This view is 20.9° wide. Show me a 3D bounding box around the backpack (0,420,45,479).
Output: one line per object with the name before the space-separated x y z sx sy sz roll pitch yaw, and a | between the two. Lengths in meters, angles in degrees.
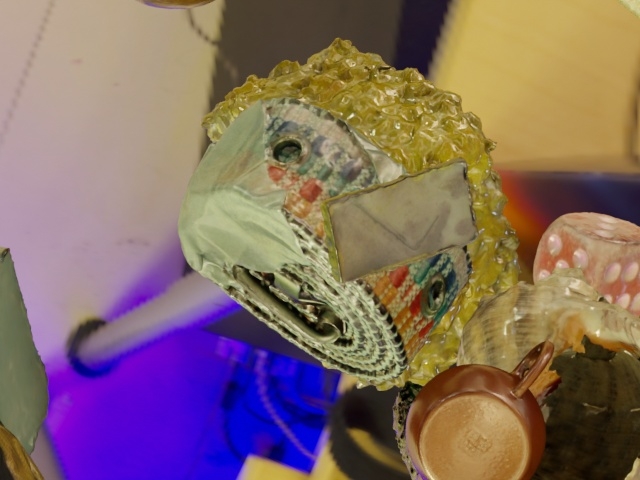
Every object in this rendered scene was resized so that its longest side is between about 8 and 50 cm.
backpack | -0.295 0.214 1.398 0.133 0.206 0.258 -24 93 5

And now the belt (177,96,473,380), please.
belt | 0.000 0.000 1.526 0.257 0.207 0.150 39 63 -2

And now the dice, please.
dice | 0.274 0.028 1.720 0.093 0.091 0.094 -3 115 -35

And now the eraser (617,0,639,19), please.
eraser | 0.213 -0.225 1.219 0.172 0.058 0.117 42 38 9

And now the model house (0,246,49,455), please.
model house | -0.479 0.150 1.752 0.329 0.295 0.252 2 125 7

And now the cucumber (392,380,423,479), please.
cucumber | 0.122 0.224 1.686 0.072 0.300 0.072 -4 115 -10

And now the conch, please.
conch | 0.216 0.154 1.468 0.159 0.210 0.291 35 55 -50

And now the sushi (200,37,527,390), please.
sushi | 0.046 -0.026 1.989 0.240 0.351 0.396 -32 130 -16

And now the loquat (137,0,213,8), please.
loquat | -0.146 -0.350 1.874 0.179 0.179 0.227 51 55 -17

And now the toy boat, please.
toy boat | 0.056 -0.014 1.197 0.115 0.016 0.063 -17 108 -23

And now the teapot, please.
teapot | 0.127 0.145 1.375 0.116 0.116 0.173 35 104 -20
